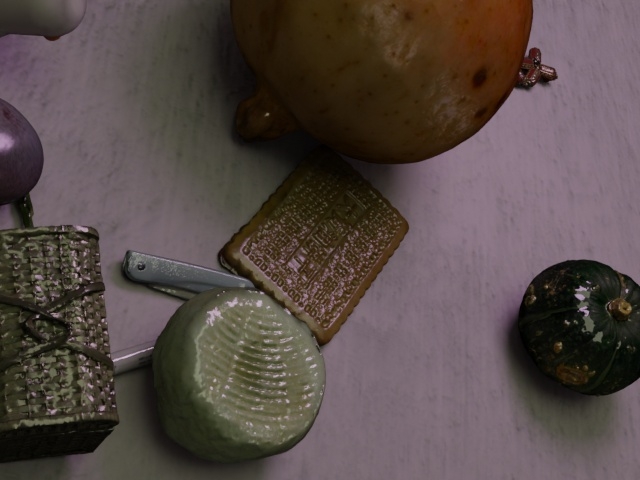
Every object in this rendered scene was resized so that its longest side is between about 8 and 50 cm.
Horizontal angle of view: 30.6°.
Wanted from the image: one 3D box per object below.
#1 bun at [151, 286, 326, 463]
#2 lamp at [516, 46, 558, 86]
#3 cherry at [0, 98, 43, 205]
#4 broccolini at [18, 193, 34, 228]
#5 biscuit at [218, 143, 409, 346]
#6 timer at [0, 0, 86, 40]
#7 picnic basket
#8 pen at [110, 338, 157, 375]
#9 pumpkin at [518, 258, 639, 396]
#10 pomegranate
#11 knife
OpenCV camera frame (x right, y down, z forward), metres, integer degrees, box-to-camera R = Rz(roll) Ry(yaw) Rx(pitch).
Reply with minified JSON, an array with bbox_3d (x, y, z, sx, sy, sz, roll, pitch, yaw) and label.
[{"bbox_3d":[-0.092,0.146,1.252,0.195,0.118,0.195,14,65,-31],"label":"bun"},{"bbox_3d":[0.327,-0.264,1.823,0.083,0.031,0.063,-29,80,-37],"label":"lamp"},{"bbox_3d":[-0.376,-0.112,1.210,0.188,0.115,0.148,48,41,-9],"label":"cherry"},{"bbox_3d":[-0.317,-0.003,1.259,0.035,0.030,0.140,-18,66,-1],"label":"broccolini"},{"bbox_3d":[0.000,0.000,1.457,0.172,0.029,0.254,43,50,-6],"label":"biscuit"},{"bbox_3d":[-0.373,-0.328,1.264,0.233,0.240,0.233,-24,119,-53],"label":"timer"},{"bbox_3d":[-0.274,0.099,1.115,0.134,0.154,0.196,-2,70,-21],"label":"picnic basket"},{"bbox_3d":[-0.184,0.121,1.269,0.218,0.026,0.026,-15,73,-38],"label":"pen"},{"bbox_3d":[0.353,0.114,1.544,0.190,0.146,0.190,3,65,-7],"label":"pumpkin"},{"bbox_3d":[0.053,-0.264,1.454,0.410,0.410,0.410,16,56,-25],"label":"pomegranate"},{"bbox_3d":[-0.149,0.048,1.333,0.162,0.023,0.044,15,81,-25],"label":"knife"}]
